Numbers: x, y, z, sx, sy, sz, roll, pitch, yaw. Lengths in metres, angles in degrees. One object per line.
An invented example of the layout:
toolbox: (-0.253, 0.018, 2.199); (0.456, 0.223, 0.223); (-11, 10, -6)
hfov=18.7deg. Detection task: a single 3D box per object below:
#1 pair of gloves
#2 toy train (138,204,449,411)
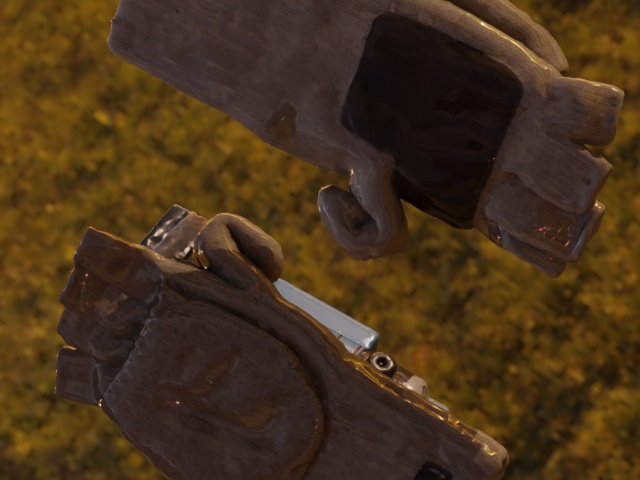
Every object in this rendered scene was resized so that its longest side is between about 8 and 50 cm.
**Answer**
pair of gloves: (0.000, 0.000, 0.769); (0.042, 0.204, 0.240); (-40, -30, -67)
toy train: (-0.024, 0.065, 0.951); (0.080, 0.184, 0.105); (-51, -17, -35)
